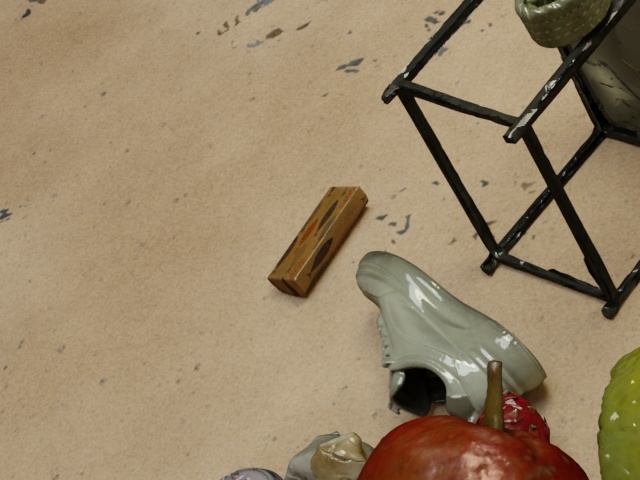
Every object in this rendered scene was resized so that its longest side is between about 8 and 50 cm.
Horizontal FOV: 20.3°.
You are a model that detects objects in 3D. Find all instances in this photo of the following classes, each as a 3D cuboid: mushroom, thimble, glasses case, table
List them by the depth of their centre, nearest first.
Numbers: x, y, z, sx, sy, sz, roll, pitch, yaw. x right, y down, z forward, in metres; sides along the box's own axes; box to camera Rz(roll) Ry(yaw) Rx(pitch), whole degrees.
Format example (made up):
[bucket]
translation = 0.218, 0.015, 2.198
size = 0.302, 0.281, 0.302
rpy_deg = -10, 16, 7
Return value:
[thimble]
translation = 0.271, -0.268, 1.978
size = 0.110, 0.062, 0.084
rpy_deg = -44, 40, -10
[mushroom]
translation = 0.020, 0.261, 2.035
size = 0.278, 0.096, 0.099
rpy_deg = 135, 157, -77
[table]
translation = 0.289, -0.133, 2.143
size = 0.222, 0.335, 0.272
rpy_deg = 22, 65, 45
[glasses case]
translation = 0.000, 0.000, 2.442
size = 0.064, 0.041, 0.170
rpy_deg = 2, 52, 51

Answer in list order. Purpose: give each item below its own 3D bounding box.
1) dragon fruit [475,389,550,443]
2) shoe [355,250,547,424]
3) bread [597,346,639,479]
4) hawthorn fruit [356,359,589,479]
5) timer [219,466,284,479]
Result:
[dragon fruit]
translation = 0.209, 0.266, 2.014
size = 0.094, 0.094, 0.191
rpy_deg = 5, 75, 38
[shoe]
translation = 0.123, 0.137, 2.165
size = 0.159, 0.124, 0.316
rpy_deg = -51, 42, -9
[bread]
translation = 0.448, 0.219, 1.695
size = 0.307, 0.348, 0.348
rpy_deg = -24, 40, 28
[hawthorn fruit]
translation = 0.159, 0.287, 1.839
size = 0.287, 0.287, 0.330
rpy_deg = 3, 80, 36
[timer]
translation = -0.101, 0.372, 2.120
size = 0.190, 0.069, 0.208
rpy_deg = -37, 41, 2
